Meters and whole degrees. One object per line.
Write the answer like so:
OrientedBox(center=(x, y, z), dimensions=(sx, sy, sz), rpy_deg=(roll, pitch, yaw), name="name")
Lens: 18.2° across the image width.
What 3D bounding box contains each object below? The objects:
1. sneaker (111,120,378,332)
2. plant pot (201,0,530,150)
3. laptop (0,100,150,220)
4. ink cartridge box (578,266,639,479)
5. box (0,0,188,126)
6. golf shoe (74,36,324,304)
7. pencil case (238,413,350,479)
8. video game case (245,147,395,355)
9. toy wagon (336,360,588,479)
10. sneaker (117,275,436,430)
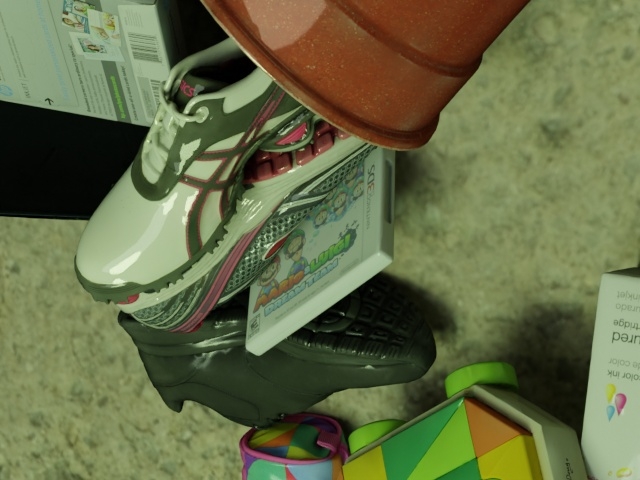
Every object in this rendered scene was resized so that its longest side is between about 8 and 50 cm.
OrientedBox(center=(-0.047, -0.046, 1.587), dimensions=(0.299, 0.112, 0.121), rpy_deg=(-37, 49, 10), name="sneaker")
OrientedBox(center=(0.073, -0.250, 1.380), dimensions=(0.272, 0.272, 0.265), rpy_deg=(48, 116, 0), name="plant pot")
OrientedBox(center=(-0.262, -0.233, 1.681), dimensions=(0.382, 0.236, 0.408), rpy_deg=(2, 85, 24), name="laptop")
OrientedBox(center=(0.300, 0.170, 1.483), dimensions=(0.201, 0.117, 0.278), rpy_deg=(8, 95, 23), name="ink cartridge box")
OrientedBox(center=(-0.194, -0.155, 1.524), dimensions=(0.186, 0.038, 0.145), rpy_deg=(10, 144, 15), name="box")
OrientedBox(center=(-0.097, -0.074, 1.484), dimensions=(0.273, 0.120, 0.105), rpy_deg=(-45, 50, 3), name="golf shoe")
OrientedBox(center=(-0.017, 0.270, 1.738), dimensions=(0.104, 0.104, 0.236), rpy_deg=(6, 114, 23), name="pencil case")
OrientedBox(center=(0.000, 0.000, 1.591), dimensions=(0.019, 0.143, 0.157), rpy_deg=(33, 129, -28), name="video game case")
OrientedBox(center=(0.078, 0.262, 1.550), dimensions=(0.344, 0.068, 0.267), rpy_deg=(-34, 55, 40), name="toy wagon")
OrientedBox(center=(-0.029, 0.097, 1.680), dimensions=(0.286, 0.109, 0.130), rpy_deg=(4, 124, 31), name="sneaker")
